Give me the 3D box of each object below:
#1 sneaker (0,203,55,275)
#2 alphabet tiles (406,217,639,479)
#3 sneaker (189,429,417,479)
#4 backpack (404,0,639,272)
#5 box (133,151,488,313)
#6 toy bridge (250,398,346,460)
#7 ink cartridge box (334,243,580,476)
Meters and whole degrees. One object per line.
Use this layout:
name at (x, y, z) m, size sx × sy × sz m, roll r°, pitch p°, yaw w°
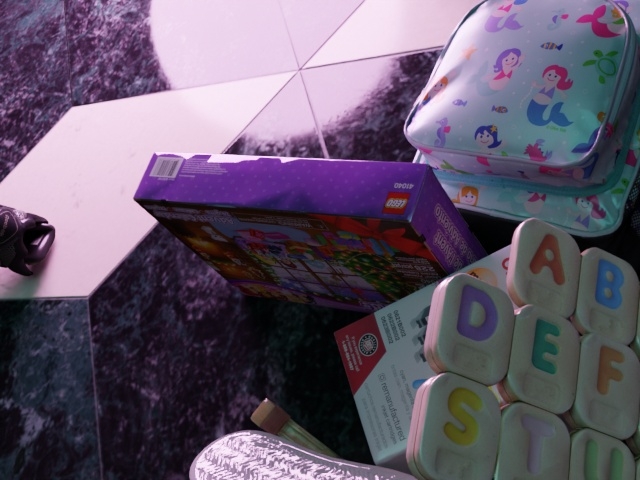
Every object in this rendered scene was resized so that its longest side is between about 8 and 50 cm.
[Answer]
sneaker at (-0.423, 0.007, 1.206) m, size 0.227 × 0.130 × 0.087 m, roll -22°, pitch 52°, yaw 54°
alphabet tiles at (0.189, 0.132, 0.641) m, size 0.021 × 0.284 × 0.278 m, roll -34°, pitch 37°, yaw 57°
sneaker at (0.030, 0.260, 0.713) m, size 0.108 × 0.169 × 0.292 m, roll -34°, pitch 30°, yaw -31°
backpack at (0.208, -0.114, 0.832) m, size 0.225 × 0.191 × 0.254 m, roll 15°, pitch 65°, yaw 38°
box at (0.000, 0.000, 0.867) m, size 0.293 × 0.201 × 0.057 m, roll 6°, pitch 64°, yaw 34°
toy bridge at (0.017, 0.202, 0.821) m, size 0.188 × 0.063 × 0.026 m, roll 30°, pitch 80°, yaw 41°
ink cartridge box at (0.127, 0.110, 0.770) m, size 0.176 × 0.127 × 0.128 m, roll -28°, pitch 51°, yaw 12°
